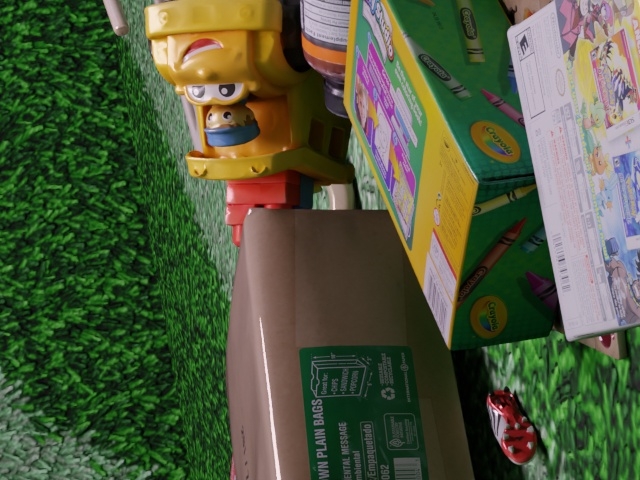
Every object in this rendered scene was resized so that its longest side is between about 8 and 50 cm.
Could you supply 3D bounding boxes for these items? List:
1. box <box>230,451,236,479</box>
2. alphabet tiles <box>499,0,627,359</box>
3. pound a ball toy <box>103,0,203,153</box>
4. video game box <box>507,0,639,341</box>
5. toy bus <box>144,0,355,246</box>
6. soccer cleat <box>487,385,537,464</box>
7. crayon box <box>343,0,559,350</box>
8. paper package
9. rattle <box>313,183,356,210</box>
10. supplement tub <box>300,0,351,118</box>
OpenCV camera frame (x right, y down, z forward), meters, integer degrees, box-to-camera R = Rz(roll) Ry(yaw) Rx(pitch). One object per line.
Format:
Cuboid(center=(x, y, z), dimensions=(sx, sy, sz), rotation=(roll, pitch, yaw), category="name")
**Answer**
Cuboid(center=(-0.012, 0.291, 1.891), dimensions=(0.300, 0.142, 0.154), rotation=(96, 160, -48), category="box")
Cuboid(center=(0.158, -0.051, 1.238), dimensions=(0.198, 0.009, 0.237), rotation=(-152, 54, -74), category="alphabet tiles")
Cuboid(center=(-0.143, -0.217, 1.960), dimensions=(0.136, 0.208, 0.319), rotation=(100, 156, -54), category="pound a ball toy")
Cuboid(center=(0.179, -0.052, 1.050), dimensions=(0.187, 0.048, 0.205), rotation=(152, 109, -75), category="video game box")
Cuboid(center=(-0.057, -0.101, 1.564), dimensions=(0.220, 0.149, 0.211), rotation=(18, -106, -65), category="toy bus")
Cuboid(center=(0.147, 0.148, 1.378), dimensions=(0.083, 0.029, 0.035), rotation=(-112, 9, -53), category="soccer cleat")
Cuboid(center=(0.094, -0.079, 1.287), dimensions=(0.165, 0.081, 0.278), rotation=(95, 161, -45), category="crayon box")
Cuboid(center=(0.016, 0.176, 1.553), dimensions=(0.309, 0.168, 0.325), rotation=(99, 167, -57), category="paper package")
Cuboid(center=(0.000, 0.000, 1.817), dimensions=(0.199, 0.130, 0.143), rotation=(51, 172, 10), category="rattle")
Cuboid(center=(0.035, -0.200, 1.444), dimensions=(0.106, 0.106, 0.198), rotation=(-121, 25, -58), category="supplement tub")
